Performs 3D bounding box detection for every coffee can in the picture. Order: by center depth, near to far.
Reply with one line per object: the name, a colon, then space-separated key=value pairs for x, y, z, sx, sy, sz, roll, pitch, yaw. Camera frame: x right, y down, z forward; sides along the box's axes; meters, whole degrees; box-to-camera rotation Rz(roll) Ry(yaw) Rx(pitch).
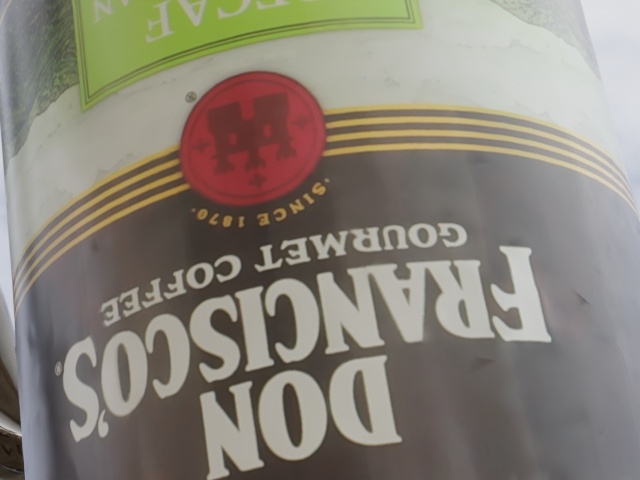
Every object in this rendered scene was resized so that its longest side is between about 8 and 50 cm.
coffee can: x=0.000 y=0.000 z=0.502 sx=0.202 sy=0.201 sz=0.275 roll=-15 pitch=-116 yaw=10

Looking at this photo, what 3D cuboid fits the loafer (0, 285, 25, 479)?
loafer: x=-0.224 y=0.059 z=0.960 sx=0.220 sy=0.080 sz=0.078 roll=44 pitch=-74 yaw=17
